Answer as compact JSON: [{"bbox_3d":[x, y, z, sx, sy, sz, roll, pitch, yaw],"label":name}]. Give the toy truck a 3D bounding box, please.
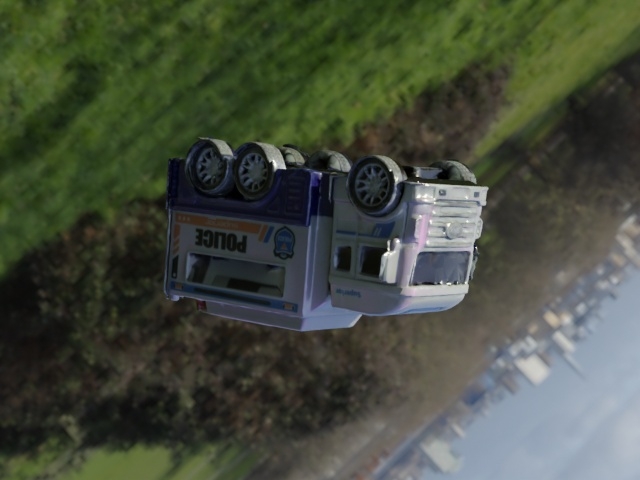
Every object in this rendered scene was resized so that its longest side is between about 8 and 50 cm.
[{"bbox_3d":[0.000,0.000,1.083,0.124,0.268,0.155,0,97,-50],"label":"toy truck"}]
